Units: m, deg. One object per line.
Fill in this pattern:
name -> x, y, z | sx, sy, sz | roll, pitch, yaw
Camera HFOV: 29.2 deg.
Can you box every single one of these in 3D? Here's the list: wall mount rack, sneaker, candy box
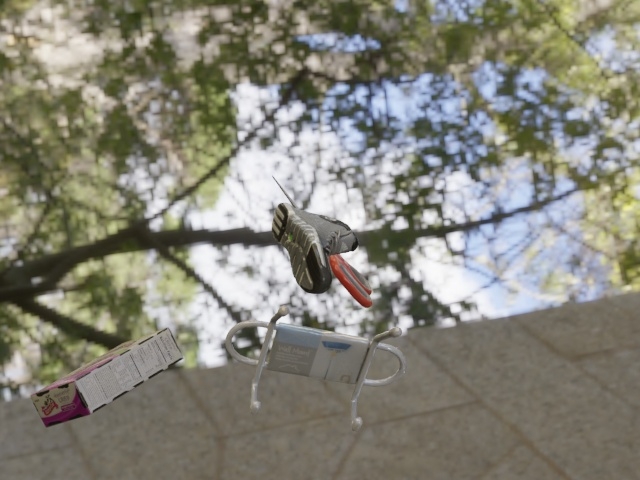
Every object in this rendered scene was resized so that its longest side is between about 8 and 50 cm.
wall mount rack -> 0.004, 0.211, 2.252 | 0.130, 0.350, 0.304 | -90, -167, -50
sneaker -> 0.013, 0.011, 2.014 | 0.086, 0.132, 0.229 | -69, -151, 27
candy box -> -0.386, 0.247, 2.234 | 0.159, 0.233, 0.071 | -21, -85, 45

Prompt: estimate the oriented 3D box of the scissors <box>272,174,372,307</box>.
scissors -> 0.000, 0.000, 2.233 | 0.297, 0.021, 0.109 | 51, 16, -2
